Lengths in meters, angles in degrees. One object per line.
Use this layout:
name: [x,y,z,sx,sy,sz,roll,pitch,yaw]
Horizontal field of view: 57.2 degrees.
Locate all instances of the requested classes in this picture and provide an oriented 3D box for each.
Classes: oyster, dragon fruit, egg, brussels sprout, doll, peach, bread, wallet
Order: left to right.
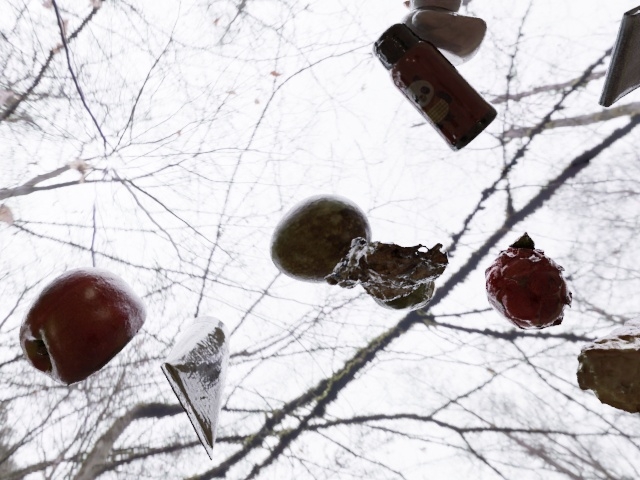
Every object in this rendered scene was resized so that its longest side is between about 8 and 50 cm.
peach: [-0.526,0.177,1.330,0.275,0.249,0.245,-39,-47,-55]
egg: [0.000,0.000,1.538,0.290,0.238,0.238,-24,-75,-38]
oyster: [0.137,0.058,1.232,0.260,0.198,0.092,3,-120,16]
brussels sprout: [0.220,0.123,1.605,0.181,0.143,0.161,30,-73,-37]
doll: [0.314,-0.571,1.513,0.221,0.251,0.220,-33,-44,-39]
dragon fruit: [0.434,0.099,1.233,0.172,0.172,0.209,-28,-90,-14]
wallet: [0.563,-0.340,1.022,0.222,0.036,0.167,-30,-43,-30]
bread: [0.258,0.080,0.414,0.155,0.136,0.054,0,-79,18]

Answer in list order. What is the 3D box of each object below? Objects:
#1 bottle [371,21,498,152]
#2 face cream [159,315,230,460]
bottle: [0.264,-0.377,1.418,0.144,0.144,0.336,-43,-90,-10]
face cream: [-0.181,0.190,0.875,0.084,0.341,0.137,-25,-81,-4]
